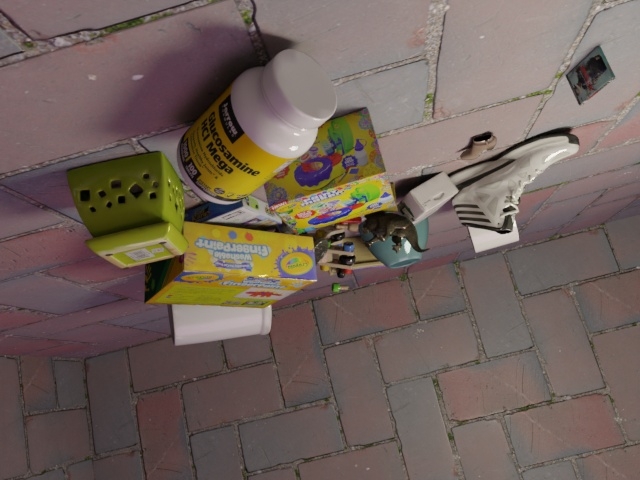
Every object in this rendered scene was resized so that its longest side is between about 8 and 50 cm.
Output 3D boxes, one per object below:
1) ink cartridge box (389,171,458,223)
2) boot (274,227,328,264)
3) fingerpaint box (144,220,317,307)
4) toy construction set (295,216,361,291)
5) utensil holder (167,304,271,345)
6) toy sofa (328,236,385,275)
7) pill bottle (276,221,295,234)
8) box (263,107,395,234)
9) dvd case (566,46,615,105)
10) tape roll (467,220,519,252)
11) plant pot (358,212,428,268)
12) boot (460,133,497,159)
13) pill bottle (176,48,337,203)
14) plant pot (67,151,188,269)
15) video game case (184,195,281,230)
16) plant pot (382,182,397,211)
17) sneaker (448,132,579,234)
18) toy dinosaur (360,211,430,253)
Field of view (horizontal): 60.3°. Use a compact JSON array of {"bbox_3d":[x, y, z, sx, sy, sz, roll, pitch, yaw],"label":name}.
[{"bbox_3d":[0.357,-0.131,1.923,0.160,0.092,0.219,-31,171,-21],"label":"ink cartridge box"},{"bbox_3d":[-0.077,0.008,1.930,0.076,0.208,0.189,14,122,-43],"label":"boot"},{"bbox_3d":[-0.297,0.093,1.788,0.445,0.163,0.371,7,157,-32],"label":"fingerpaint box"},{"bbox_3d":[0.000,0.000,1.992,0.238,0.257,0.308,2,141,-11],"label":"toy construction set"},{"bbox_3d":[-0.428,0.257,2.280,0.386,0.327,0.327,-7,164,-20],"label":"utensil holder"},{"bbox_3d":[0.187,0.062,2.449,0.363,0.150,0.177,-5,162,-30],"label":"toy sofa"},{"bbox_3d":[-0.076,-0.069,1.871,0.137,0.078,0.078,-21,164,23],"label":"pill bottle"},{"bbox_3d":[0.022,-0.165,1.418,0.290,0.176,0.279,-16,164,9],"label":"box"},{"bbox_3d":[0.645,-0.392,1.319,0.013,0.087,0.119,-14,166,-15],"label":"dvd case"},{"bbox_3d":[0.642,-0.091,2.117,0.169,0.246,0.246,-17,165,13],"label":"tape roll"},{"bbox_3d":[0.320,0.003,2.264,0.291,0.195,0.290,-13,165,-4],"label":"plant pot"},{"bbox_3d":[0.472,-0.285,1.658,0.119,0.042,0.087,-20,158,19],"label":"boot"},{"bbox_3d":[-0.127,-0.215,1.074,0.188,0.187,0.334,0,159,-42],"label":"pill bottle"},{"bbox_3d":[-0.446,-0.058,1.327,0.227,0.207,0.228,-13,166,-4],"label":"plant pot"},{"bbox_3d":[-0.297,-0.060,1.733,0.270,0.061,0.244,-19,163,19],"label":"video game case"},{"bbox_3d":[0.215,-0.141,1.873,0.083,0.081,0.081,-6,167,9],"label":"plant pot"},{"bbox_3d":[0.658,-0.165,1.830,0.448,0.257,0.169,-23,163,29],"label":"sneaker"},{"bbox_3d":[0.240,-0.044,1.885,0.314,0.160,0.121,11,140,40],"label":"toy dinosaur"}]
